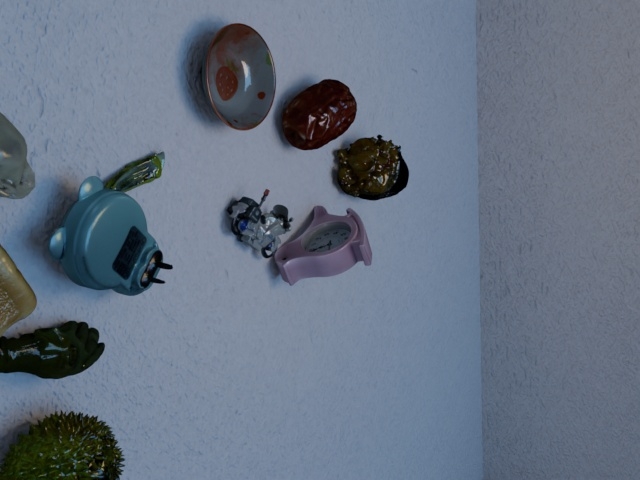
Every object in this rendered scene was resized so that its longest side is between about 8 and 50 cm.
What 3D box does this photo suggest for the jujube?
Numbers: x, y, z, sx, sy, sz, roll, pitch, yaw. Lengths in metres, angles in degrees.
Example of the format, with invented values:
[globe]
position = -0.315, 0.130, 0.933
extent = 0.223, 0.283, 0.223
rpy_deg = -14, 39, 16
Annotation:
[jujube]
position = -0.002, -0.363, 2.081
extent = 0.250, 0.174, 0.174
rpy_deg = -42, 130, -31

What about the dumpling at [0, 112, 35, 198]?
[dumpling]
position = -0.592, -0.158, 1.254
extent = 0.250, 0.132, 0.162
rpy_deg = 55, 34, -44

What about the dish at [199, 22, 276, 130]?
[dish]
position = -0.224, -0.406, 1.810
extent = 0.260, 0.085, 0.260
rpy_deg = -11, 103, -53

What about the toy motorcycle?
[toy motorcycle]
position = -0.160, -0.050, 1.961
extent = 0.150, 0.102, 0.221
rpy_deg = -61, 142, -10

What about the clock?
[clock]
position = 0.000, 0.000, 2.146
extent = 0.290, 0.276, 0.080
rpy_deg = -99, 171, -58

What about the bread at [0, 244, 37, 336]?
[bread]
position = -0.628, 0.041, 1.284
extent = 0.142, 0.091, 0.305
rpy_deg = -46, 132, -39

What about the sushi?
[sushi]
position = 0.165, -0.235, 2.340
extent = 0.204, 0.213, 0.199
rpy_deg = 3, 71, -70

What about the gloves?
[gloves]
position = -0.539, 0.223, 1.449
extent = 0.268, 0.107, 0.135
rpy_deg = -4, 131, -59

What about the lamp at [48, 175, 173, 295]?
[lamp]
position = -0.437, 0.011, 1.511
extent = 0.284, 0.147, 0.209
rpy_deg = 43, 63, -41

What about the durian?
[durian]
position = -0.518, 0.474, 1.433
extent = 0.291, 0.225, 0.291
rpy_deg = -170, -90, -88

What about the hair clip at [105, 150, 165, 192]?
[hair clip]
position = -0.414, -0.143, 1.620
extent = 0.188, 0.033, 0.060
rpy_deg = -41, 130, -48
